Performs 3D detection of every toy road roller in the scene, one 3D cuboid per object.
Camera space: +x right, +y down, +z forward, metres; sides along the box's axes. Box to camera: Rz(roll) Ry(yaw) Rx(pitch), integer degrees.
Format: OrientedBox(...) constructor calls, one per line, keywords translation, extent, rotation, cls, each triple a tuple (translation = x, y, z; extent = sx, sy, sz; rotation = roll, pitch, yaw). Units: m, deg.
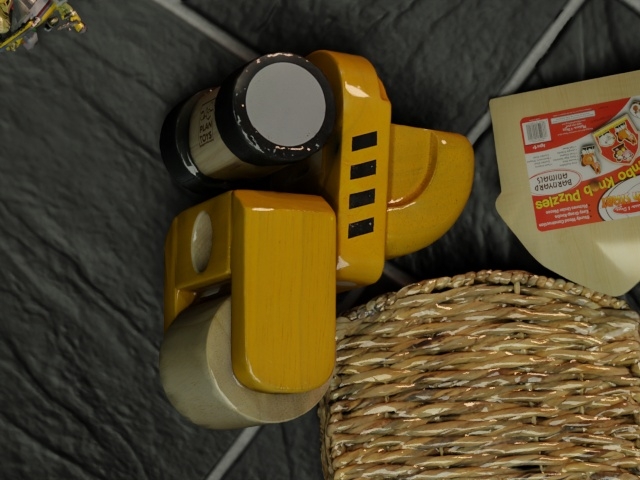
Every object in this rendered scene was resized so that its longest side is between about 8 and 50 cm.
OrientedBox(translation=(0.000, 0.000, 1.655), extent=(0.240, 0.202, 0.330), rotation=(6, 80, -22), cls="toy road roller")

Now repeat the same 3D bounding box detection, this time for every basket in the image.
OrientedBox(translation=(0.146, 0.145, 1.815), extent=(0.299, 0.223, 0.214), rotation=(-4, 79, 0), cls="basket")

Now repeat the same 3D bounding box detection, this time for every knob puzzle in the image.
OrientedBox(translation=(0.251, -0.046, 1.720), extent=(0.213, 0.030, 0.213), rotation=(1, 92, 22), cls="knob puzzle")

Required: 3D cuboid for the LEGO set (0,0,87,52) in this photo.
OrientedBox(translation=(-0.263, -0.215, 1.540), extent=(0.192, 0.255, 0.331), rotation=(44, 133, -18), cls="LEGO set")
